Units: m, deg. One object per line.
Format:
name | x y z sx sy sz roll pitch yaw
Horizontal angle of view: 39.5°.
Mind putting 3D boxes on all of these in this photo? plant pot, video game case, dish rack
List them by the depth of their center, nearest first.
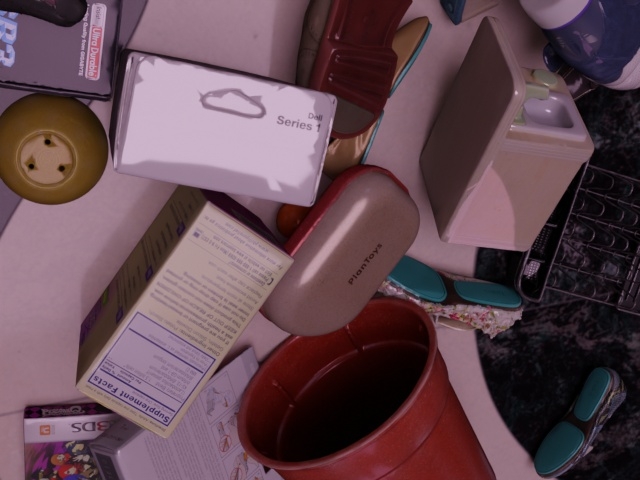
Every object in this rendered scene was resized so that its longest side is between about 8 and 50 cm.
plant pot | -0.310 -0.098 1.013 0.134 0.095 0.134 -3 104 -13
plant pot | 0.080 0.260 1.124 0.272 0.272 0.265 -35 117 -4
video game case | -0.272 0.322 1.150 0.210 0.042 0.232 0 103 -15
dish rack | 0.400 0.000 1.230 0.271 0.074 0.208 15 100 -17

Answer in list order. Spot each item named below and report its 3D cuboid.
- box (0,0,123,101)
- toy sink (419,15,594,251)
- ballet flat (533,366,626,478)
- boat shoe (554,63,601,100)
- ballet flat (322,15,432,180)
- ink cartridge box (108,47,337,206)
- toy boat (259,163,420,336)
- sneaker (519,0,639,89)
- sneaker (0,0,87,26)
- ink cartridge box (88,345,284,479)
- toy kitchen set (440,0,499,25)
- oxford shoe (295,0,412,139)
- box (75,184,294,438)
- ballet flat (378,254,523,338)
box | -0.358 -0.317 0.964 0.293 0.073 0.296 7 102 -15
toy sink | 0.227 -0.123 1.060 0.131 0.153 0.234 6 134 -14
ballet flat | 0.386 0.274 1.299 0.070 0.070 0.188 31 97 -19
boat shoe | 0.365 -0.234 1.177 0.152 0.049 0.056 -42 108 -3
ballet flat | 0.058 -0.182 1.100 0.073 0.080 0.232 26 95 -4
ink cartridge box | -0.119 -0.129 0.958 0.201 0.278 0.117 9 100 -16
toy boat | 0.000 0.000 1.093 0.231 0.151 0.151 -52 140 0
sneaker | 0.362 -0.344 1.105 0.236 0.130 0.323 29 65 -36
sneaker | -0.388 -0.245 0.893 0.281 0.106 0.162 27 103 -8
ink cartridge box | -0.146 0.305 1.136 0.239 0.060 0.275 -37 120 -44
toy kitchen set | 0.130 -0.387 1.076 0.122 0.166 0.207 -22 71 -9
oxford shoe | 0.040 -0.297 1.002 0.123 0.130 0.348 10 110 -34
box | -0.163 0.064 1.026 0.117 0.213 0.243 35 92 -19
ballet flat | 0.155 0.081 1.186 0.241 0.091 0.077 17 125 -13
